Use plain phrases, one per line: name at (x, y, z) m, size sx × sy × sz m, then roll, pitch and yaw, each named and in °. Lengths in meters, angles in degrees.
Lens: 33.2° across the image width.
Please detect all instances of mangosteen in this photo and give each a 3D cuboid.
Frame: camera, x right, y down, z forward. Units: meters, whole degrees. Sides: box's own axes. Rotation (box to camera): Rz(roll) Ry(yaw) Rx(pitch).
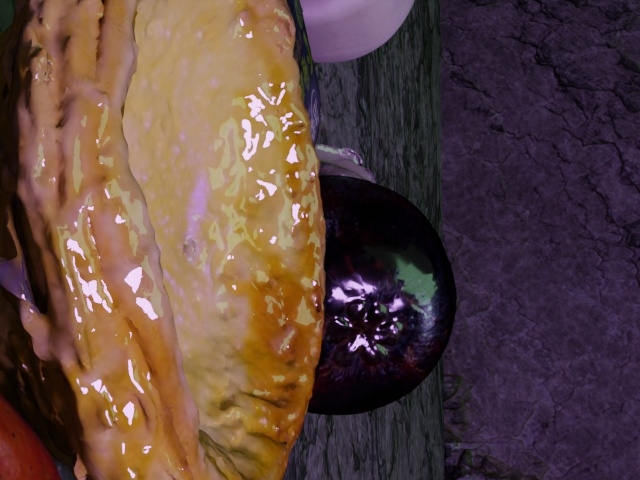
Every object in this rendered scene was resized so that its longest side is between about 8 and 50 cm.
mangosteen at (0.004, 0.041, 0.944) m, size 0.216 × 0.216 × 0.216 m, roll -2°, pitch 90°, yaw -77°

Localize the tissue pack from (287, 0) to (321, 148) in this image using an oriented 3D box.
tissue pack at (-0.057, -0.169, 0.986) m, size 0.173 × 0.073 × 0.235 m, roll -78°, pitch 161°, yaw -46°

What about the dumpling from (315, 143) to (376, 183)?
dumpling at (0.000, 0.000, 1.146) m, size 0.173 × 0.142 × 0.247 m, roll 17°, pitch 63°, yaw -39°

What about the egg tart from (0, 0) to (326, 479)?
egg tart at (-0.082, -0.003, 0.473) m, size 0.294 × 0.123 × 0.294 m, roll -4°, pitch 90°, yaw -75°

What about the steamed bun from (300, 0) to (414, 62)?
steamed bun at (0.023, -0.325, 1.162) m, size 0.146 × 0.164 × 0.241 m, roll 50°, pitch 41°, yaw -67°

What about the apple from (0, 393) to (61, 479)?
apple at (-0.157, 0.090, 0.331) m, size 0.158 × 0.147 × 0.156 m, roll 89°, pitch -20°, yaw -56°

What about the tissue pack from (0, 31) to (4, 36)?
tissue pack at (-0.150, -0.019, 0.588) m, size 0.095 × 0.062 × 0.176 m, roll -74°, pitch 157°, yaw -56°
